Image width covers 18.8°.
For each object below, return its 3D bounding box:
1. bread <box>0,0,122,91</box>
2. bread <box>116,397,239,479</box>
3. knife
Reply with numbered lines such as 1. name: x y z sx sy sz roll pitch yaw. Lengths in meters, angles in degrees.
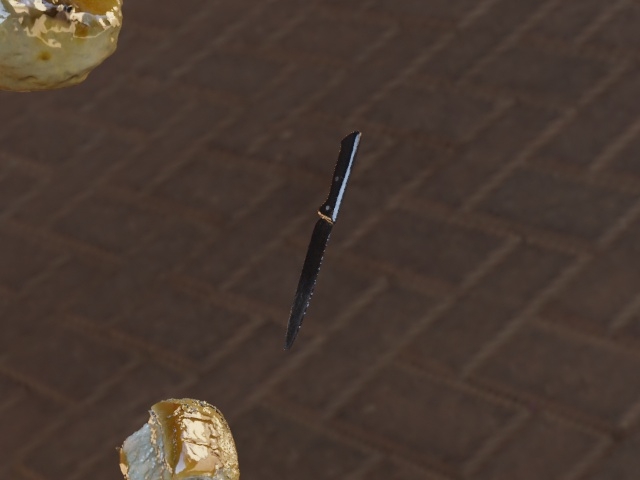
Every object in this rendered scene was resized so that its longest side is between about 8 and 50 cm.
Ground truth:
1. bread: -0.324 -0.243 1.980 0.134 0.244 0.244 -49 14 31
2. bread: -0.110 0.176 1.539 0.077 0.083 0.070 -45 52 22
3. knife: 0.000 0.000 1.422 0.023 0.010 0.170 12 83 56
